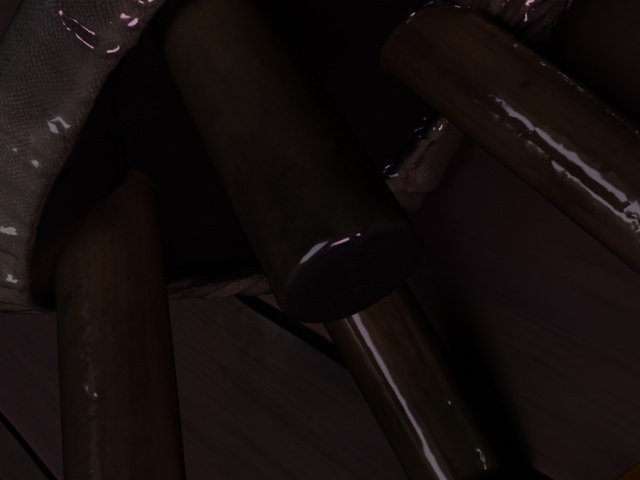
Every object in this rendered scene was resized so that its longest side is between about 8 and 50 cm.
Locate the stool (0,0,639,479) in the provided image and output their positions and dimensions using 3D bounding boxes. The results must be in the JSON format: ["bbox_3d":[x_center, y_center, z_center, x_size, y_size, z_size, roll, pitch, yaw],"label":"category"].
[{"bbox_3d":[0.000,0.000,0.639,0.310,0.310,0.226,-54,51,39],"label":"stool"}]

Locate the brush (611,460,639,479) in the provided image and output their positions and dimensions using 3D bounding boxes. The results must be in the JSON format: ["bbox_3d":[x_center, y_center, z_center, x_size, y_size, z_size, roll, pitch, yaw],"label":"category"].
[{"bbox_3d":[0.139,0.156,0.673,0.314,0.017,0.090,-46,51,41],"label":"brush"}]
